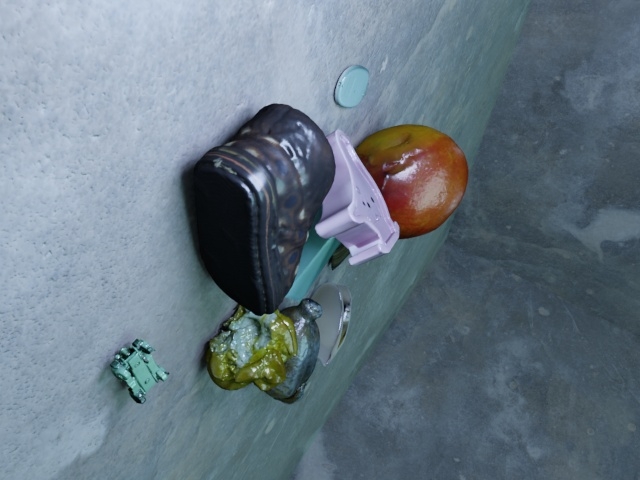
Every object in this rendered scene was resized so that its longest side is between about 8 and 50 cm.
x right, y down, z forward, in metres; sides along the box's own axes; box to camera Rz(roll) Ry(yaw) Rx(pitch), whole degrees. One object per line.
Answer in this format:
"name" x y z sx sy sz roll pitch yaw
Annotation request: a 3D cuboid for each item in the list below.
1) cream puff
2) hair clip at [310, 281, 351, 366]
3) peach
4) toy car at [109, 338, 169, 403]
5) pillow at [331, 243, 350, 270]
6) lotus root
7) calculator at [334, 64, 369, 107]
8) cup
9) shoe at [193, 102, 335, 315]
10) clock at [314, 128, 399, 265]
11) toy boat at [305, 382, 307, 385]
"cream puff" -0.148 0.257 1.186 0.221 0.194 0.195 -51 159 -20
"hair clip" 0.007 0.251 1.630 0.282 0.172 0.113 -68 156 -20
"peach" 0.213 -0.151 1.368 0.372 0.372 0.290 6 77 -70
"toy car" -0.314 0.223 0.886 0.073 0.054 0.143 -48 156 -29
"pillow" 0.066 0.003 1.593 0.113 0.038 0.203 -48 156 -28
"lotus root" -0.090 0.306 1.441 0.175 0.175 0.350 -31 141 -57
"calculator" 0.074 -0.342 1.146 0.153 0.021 0.095 -19 135 -59
"cup" -0.040 0.017 1.209 0.236 0.148 0.134 -59 -172 4
"shoe" -0.089 -0.048 0.911 0.237 0.171 0.384 -48 154 -34
"clock" 0.054 -0.082 1.059 0.080 0.275 0.290 -27 -172 21
"toy boat" -0.083 0.455 1.817 0.084 0.066 0.210 -90 176 -45
